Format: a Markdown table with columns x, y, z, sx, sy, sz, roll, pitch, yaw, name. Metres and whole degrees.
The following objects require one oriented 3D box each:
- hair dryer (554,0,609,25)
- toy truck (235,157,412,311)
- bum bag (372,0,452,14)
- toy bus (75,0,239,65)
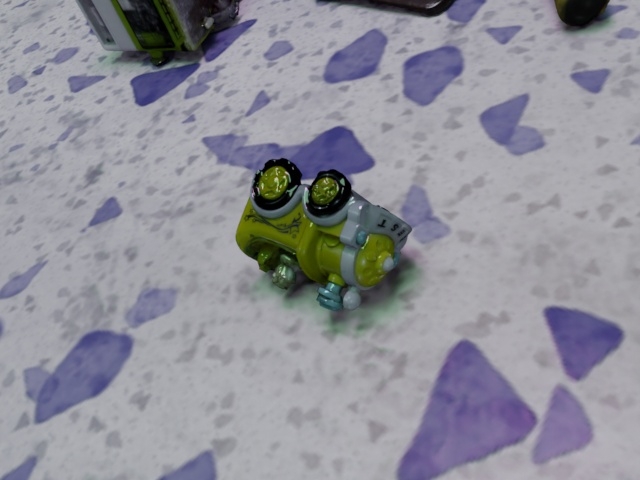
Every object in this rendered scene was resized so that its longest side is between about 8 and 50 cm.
| x | y | z | sx | sy | sz | roll | pitch | yaw | name |
| --- | --- | --- | --- | --- | --- | --- | --- | --- | --- |
| 0.193 | -0.291 | 0.630 | 0.135 | 0.090 | 0.278 | -17 | 53 | 25 | hair dryer |
| 0.000 | 0.000 | 0.451 | 0.111 | 0.076 | 0.076 | 19 | 82 | 38 | toy truck |
| 0.077 | -0.263 | 0.699 | 0.159 | 0.026 | 0.109 | 27 | 64 | 33 | bum bag |
| -0.137 | -0.325 | 0.789 | 0.139 | 0.113 | 0.301 | 3 | 48 | 26 | toy bus |
